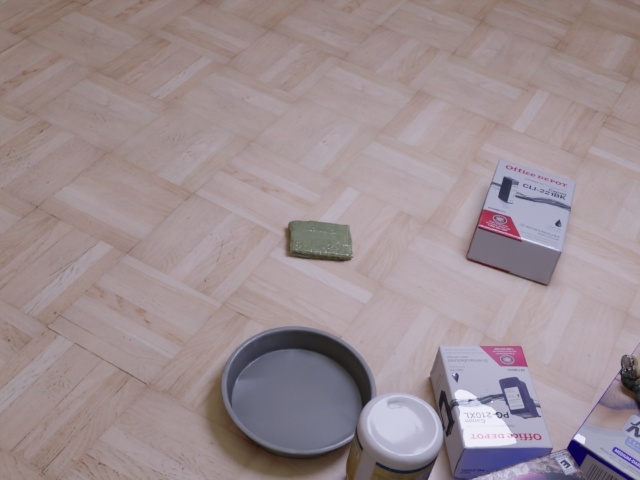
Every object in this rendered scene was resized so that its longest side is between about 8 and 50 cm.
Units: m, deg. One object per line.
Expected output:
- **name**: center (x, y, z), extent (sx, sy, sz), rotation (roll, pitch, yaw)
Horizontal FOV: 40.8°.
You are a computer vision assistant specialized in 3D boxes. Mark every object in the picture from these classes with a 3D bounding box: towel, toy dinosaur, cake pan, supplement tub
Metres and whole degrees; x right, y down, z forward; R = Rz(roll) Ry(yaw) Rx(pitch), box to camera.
- **towel**: center (0.000, 0.000, 1.959), extent (0.148, 0.027, 0.110), rotation (4, 45, -7)
- **toy dinosaur**: center (0.659, 0.314, 1.576), extent (0.118, 0.064, 0.268), rotation (-21, 52, -10)
- **cake pan**: center (-0.043, 0.290, 1.633), extent (0.293, 0.054, 0.293), rotation (5, 44, -5)
- **supplement tub**: center (0.121, 0.370, 1.474), extent (0.145, 0.199, 0.144), rotation (5, 45, -5)

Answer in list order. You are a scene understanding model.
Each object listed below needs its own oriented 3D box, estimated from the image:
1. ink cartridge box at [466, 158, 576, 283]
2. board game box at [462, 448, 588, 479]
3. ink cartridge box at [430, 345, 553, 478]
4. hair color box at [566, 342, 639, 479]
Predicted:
- **ink cartridge box**: center (0.477, -0.051, 2.031), extent (0.197, 0.114, 0.272), rotation (18, 43, 9)
- **board game box**: center (0.365, 0.522, 1.402), extent (0.232, 0.141, 0.291), rotation (-12, 47, -21)
- **ink cartridge box**: center (0.318, 0.320, 1.631), extent (0.172, 0.100, 0.237), rotation (1, 44, -8)
- **hair color box**: center (0.620, 0.353, 1.648), extent (0.185, 0.110, 0.339), rotation (32, 46, 23)
